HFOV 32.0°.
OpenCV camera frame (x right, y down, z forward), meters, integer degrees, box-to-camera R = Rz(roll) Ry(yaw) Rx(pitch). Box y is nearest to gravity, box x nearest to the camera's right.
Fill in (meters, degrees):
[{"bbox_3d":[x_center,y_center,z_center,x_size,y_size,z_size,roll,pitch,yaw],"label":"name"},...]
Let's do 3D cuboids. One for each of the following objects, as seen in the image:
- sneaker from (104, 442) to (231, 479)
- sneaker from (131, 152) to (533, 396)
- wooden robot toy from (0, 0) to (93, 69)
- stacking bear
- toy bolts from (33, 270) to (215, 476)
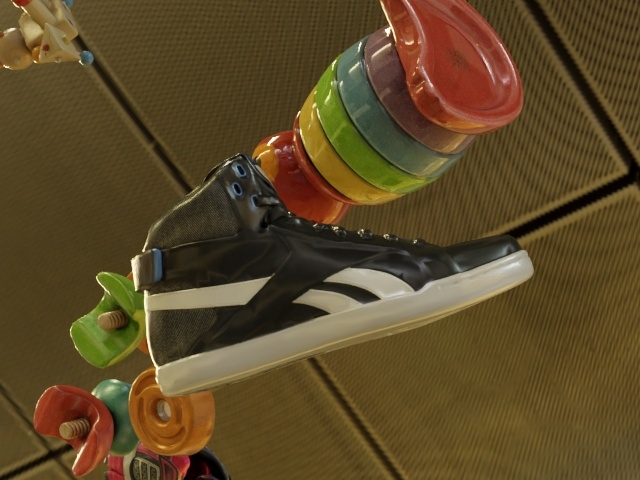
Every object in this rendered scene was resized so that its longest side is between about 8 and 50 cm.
[{"bbox_3d":[-0.149,0.335,1.416,0.112,0.121,0.299,-13,-39,24],"label":"sneaker"},{"bbox_3d":[0.000,0.000,0.617,0.217,0.079,0.121,-17,-98,-2],"label":"sneaker"},{"bbox_3d":[-0.258,-0.186,0.960,0.079,0.173,0.076,-37,-43,10],"label":"wooden robot toy"},{"bbox_3d":[0.040,-0.104,1.098,0.289,0.164,0.175,-36,-124,37],"label":"stacking bear"},{"bbox_3d":[-0.178,0.162,1.224,0.218,0.158,0.228,46,-62,23],"label":"toy bolts"}]
